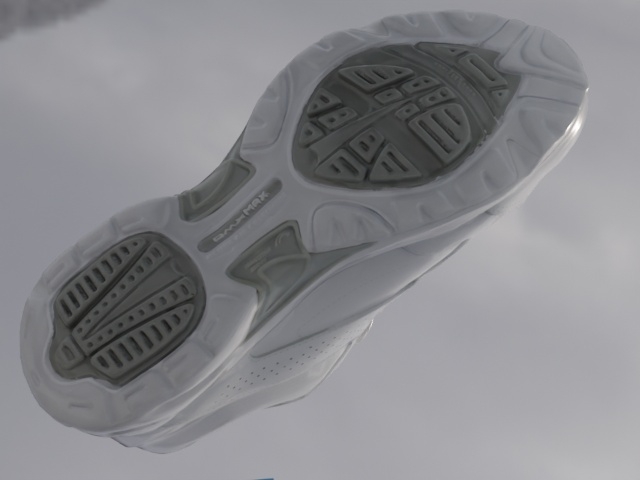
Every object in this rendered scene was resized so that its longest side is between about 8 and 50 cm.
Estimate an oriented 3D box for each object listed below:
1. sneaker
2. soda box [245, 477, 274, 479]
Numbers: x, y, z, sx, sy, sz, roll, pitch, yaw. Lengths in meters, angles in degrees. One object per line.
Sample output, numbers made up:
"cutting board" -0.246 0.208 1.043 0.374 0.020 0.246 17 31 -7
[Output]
"sneaker" 0.000 0.000 0.748 0.232 0.090 0.115 -32 155 0
"soda box" -0.123 0.203 1.269 0.210 0.071 0.067 -2 161 -36
